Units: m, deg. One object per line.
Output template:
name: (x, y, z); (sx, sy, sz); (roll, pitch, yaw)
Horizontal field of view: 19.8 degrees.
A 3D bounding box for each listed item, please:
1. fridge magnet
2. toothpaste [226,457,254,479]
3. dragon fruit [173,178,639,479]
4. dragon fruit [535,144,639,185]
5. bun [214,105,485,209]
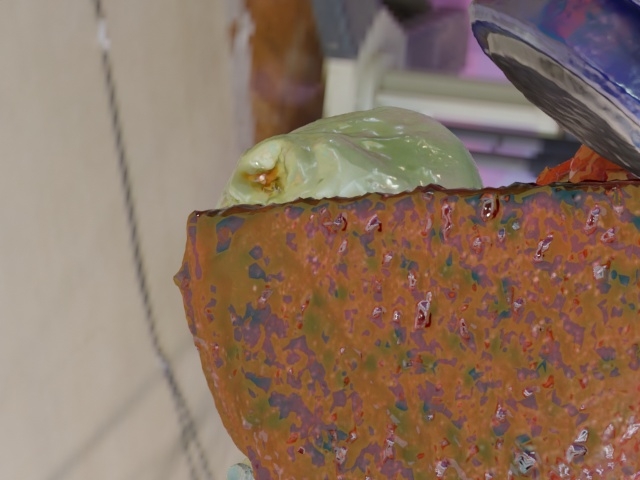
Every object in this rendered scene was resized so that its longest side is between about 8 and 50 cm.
fridge magnet: (0.199, -0.121, 1.196); (0.113, 0.265, 0.265); (-51, 152, -2)
toothpaste: (-0.028, 0.251, 1.789); (0.248, 0.046, 0.078); (37, 52, -60)
dragon fruit: (0.093, 0.078, 0.926); (0.152, 0.317, 0.205); (7, 84, -57)
dragon fruit: (0.299, 0.050, 1.396); (0.249, 0.371, 0.386); (20, 52, -50)
bun: (0.000, 0.000, 1.595); (0.187, 0.293, 0.293); (31, 68, -45)
